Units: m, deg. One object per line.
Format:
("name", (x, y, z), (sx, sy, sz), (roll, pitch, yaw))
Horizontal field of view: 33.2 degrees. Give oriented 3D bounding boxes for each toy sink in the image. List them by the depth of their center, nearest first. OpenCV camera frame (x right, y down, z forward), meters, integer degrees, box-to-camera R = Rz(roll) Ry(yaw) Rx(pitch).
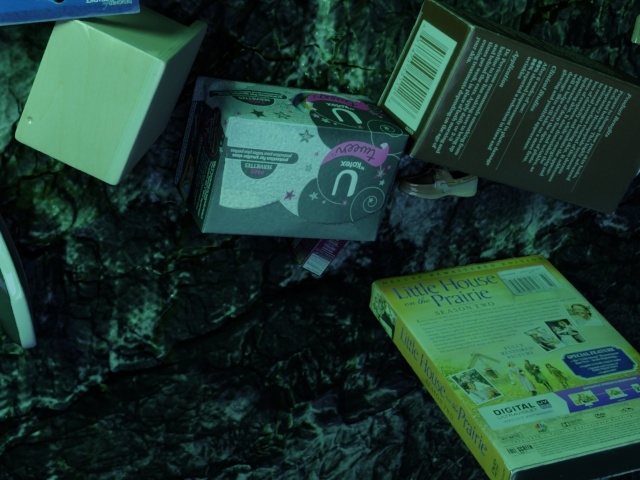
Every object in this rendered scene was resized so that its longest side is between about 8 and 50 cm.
("toy sink", (-0.233, -0.188, 1.214), (0.131, 0.234, 0.152), (25, 113, -4))

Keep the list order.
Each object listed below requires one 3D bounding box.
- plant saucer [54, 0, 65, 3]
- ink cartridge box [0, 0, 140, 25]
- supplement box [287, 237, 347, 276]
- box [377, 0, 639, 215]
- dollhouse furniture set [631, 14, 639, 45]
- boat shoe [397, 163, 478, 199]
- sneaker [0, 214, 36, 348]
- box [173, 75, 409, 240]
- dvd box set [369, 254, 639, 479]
("plant saucer", (-0.332, -0.362, 1.137), (0.278, 0.041, 0.277), (-12, 124, -18))
("ink cartridge box", (-0.274, -0.382, 1.038), (0.166, 0.065, 0.332), (-11, 93, -20))
("supplement box", (0.000, 0.000, 1.507), (0.043, 0.055, 0.083), (29, 105, -36))
("box", (0.283, -0.180, 1.482), (0.382, 0.143, 0.191), (14, 112, -30))
("dollhouse furniture set", (0.564, -0.383, 1.519), (0.212, 0.161, 0.242), (14, 90, -32))
("boat shoe", (0.170, -0.088, 1.542), (0.135, 0.050, 0.045), (-5, 118, -34))
("sneaker", (-0.446, 0.022, 1.284), (0.147, 0.104, 0.295), (-21, 120, -10))
("box", (-0.039, -0.103, 1.370), (0.247, 0.142, 0.163), (3, 118, -27))
("dvd box set", (0.292, 0.174, 1.523), (0.308, 0.420, 0.062), (-8, 125, -22))
